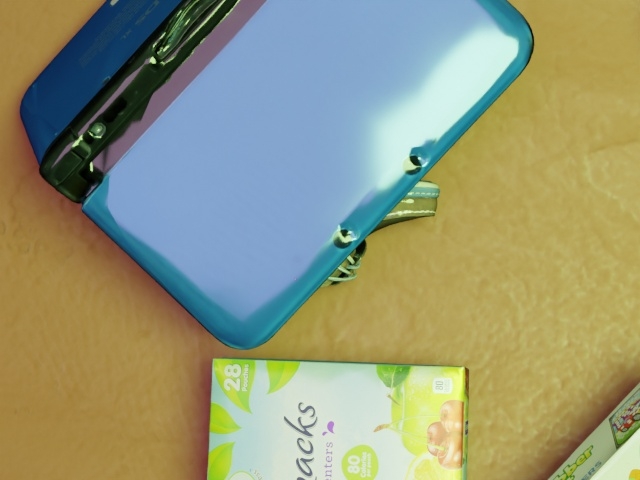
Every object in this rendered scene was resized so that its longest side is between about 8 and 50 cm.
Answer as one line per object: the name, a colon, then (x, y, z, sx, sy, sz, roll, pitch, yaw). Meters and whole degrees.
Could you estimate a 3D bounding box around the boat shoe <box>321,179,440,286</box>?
boat shoe: (0.000, 0.000, 0.852, 0.183, 0.066, 0.066, -12, 86, 20)

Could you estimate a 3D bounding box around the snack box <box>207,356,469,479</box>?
snack box: (0.012, 0.185, 0.820, 0.175, 0.070, 0.207, 2, 83, 10)

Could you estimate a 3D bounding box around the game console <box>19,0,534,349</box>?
game console: (-0.045, -0.116, 0.851, 0.293, 0.250, 0.173, -46, 120, 3)

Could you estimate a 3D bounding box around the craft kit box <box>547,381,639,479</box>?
craft kit box: (0.228, 0.237, 0.742, 0.250, 0.061, 0.246, 43, 96, -6)
